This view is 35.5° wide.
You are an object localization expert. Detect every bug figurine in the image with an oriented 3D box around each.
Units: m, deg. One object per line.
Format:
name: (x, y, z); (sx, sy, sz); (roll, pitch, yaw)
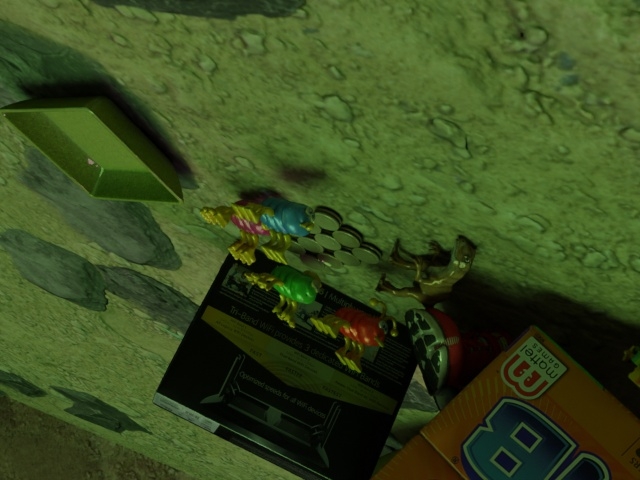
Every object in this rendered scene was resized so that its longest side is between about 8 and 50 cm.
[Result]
bug figurine: (-0.027, 0.029, 1.205); (0.216, 0.072, 0.279); (20, 150, 50)

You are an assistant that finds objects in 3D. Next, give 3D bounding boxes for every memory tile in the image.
memory tile: (0.000, 0.000, 1.254); (0.113, 0.012, 0.148); (39, 153, -28)

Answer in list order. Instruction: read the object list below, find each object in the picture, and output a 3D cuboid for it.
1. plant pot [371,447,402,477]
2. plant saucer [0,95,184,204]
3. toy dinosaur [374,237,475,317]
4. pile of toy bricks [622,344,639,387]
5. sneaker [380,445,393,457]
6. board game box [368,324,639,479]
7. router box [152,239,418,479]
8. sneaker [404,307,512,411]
plant pot: (0.207, 0.456, 1.735); (0.274, 0.275, 0.293); (28, 141, -5)
plant saucer: (-0.276, -0.120, 1.244); (0.188, 0.045, 0.188); (5, 150, 40)
toy dinosaur: (0.125, 0.058, 1.183); (0.112, 0.064, 0.211); (23, 157, 4)
pile of toy bricks: (0.376, 0.151, 1.096); (0.212, 0.118, 0.105); (37, -171, -45)
sneaker: (0.042, 0.474, 2.081); (0.292, 0.108, 0.169); (9, 149, 31)
board game box: (0.254, 0.384, 1.169); (0.356, 0.356, 0.356); (44, 173, 23)
router box: (-0.039, 0.178, 1.376); (0.308, 0.243, 0.081); (28, 157, -2)
sneaker: (0.179, 0.135, 1.240); (0.118, 0.107, 0.279); (-20, 158, 6)
